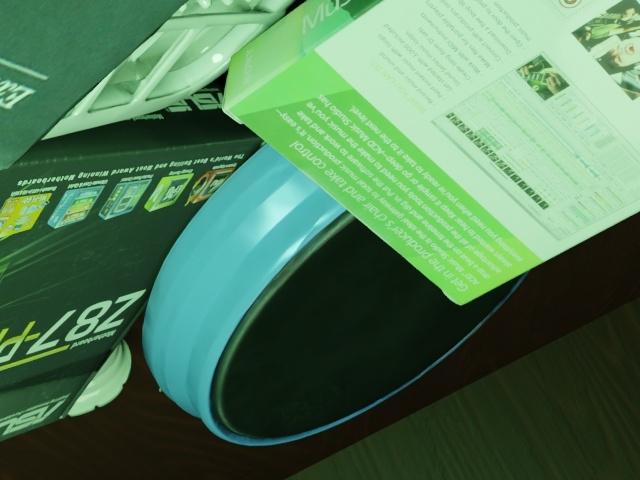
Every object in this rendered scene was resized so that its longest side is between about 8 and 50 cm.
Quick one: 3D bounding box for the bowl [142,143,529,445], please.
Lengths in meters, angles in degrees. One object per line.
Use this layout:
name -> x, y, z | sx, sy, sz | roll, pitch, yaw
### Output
bowl -> 0.044, 0.023, 1.000 | 0.391, 0.077, 0.391 | -29, 151, -18

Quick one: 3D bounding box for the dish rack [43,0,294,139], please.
dish rack -> -0.053, -0.177, 0.614 | 0.333, 0.072, 0.285 | -39, 173, 30

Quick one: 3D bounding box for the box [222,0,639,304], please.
box -> 0.136, -0.104, 0.718 | 0.322, 0.058, 0.232 | -31, 126, 28

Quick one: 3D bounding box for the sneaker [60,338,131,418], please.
sneaker -> -0.315, 0.119, 1.097 | 0.297, 0.111, 0.129 | -24, 146, -22

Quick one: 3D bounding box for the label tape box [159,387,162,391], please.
label tape box -> 0.000, 0.000, 1.170 | 0.333, 0.106, 0.240 | -17, 157, -30

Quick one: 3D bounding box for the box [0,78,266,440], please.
box -> -0.249, 0.031, 0.777 | 0.318, 0.097, 0.395 | -50, 162, 27

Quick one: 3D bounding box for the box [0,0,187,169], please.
box -> -0.069, -0.234, 0.249 | 0.395, 0.212, 0.293 | -39, 159, 15
